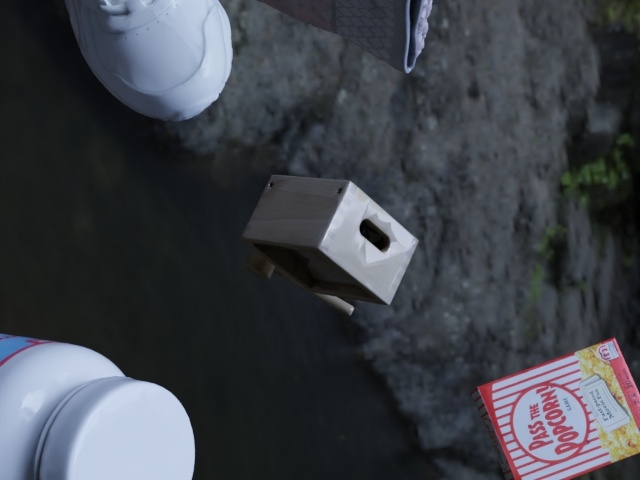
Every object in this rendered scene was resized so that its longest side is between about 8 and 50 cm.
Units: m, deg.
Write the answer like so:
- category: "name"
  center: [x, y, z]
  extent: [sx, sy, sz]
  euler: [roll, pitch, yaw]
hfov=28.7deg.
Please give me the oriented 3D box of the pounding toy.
- category: "pounding toy"
  center: [0.002, 0.004, 1.388]
  extent: [0.181, 0.206, 0.094]
  euler: [39, 69, -39]

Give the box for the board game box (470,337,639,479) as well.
- category: "board game box"
  center: [0.307, 0.224, 1.570]
  extent: [0.045, 0.193, 0.147]
  euler: [104, -35, -73]

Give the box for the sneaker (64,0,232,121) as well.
- category: "sneaker"
  center: [-0.129, -0.173, 0.722]
  extent: [0.232, 0.090, 0.115]
  euler: [61, 3, 18]

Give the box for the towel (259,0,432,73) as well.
- category: "towel"
  center: [-0.029, -0.325, 1.224]
  extent: [0.053, 0.317, 0.332]
  euler: [-57, 167, -22]

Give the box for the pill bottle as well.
- category: "pill bottle"
  center: [-0.132, 0.083, 0.528]
  extent: [0.087, 0.160, 0.087]
  euler: [-4, 96, -51]
